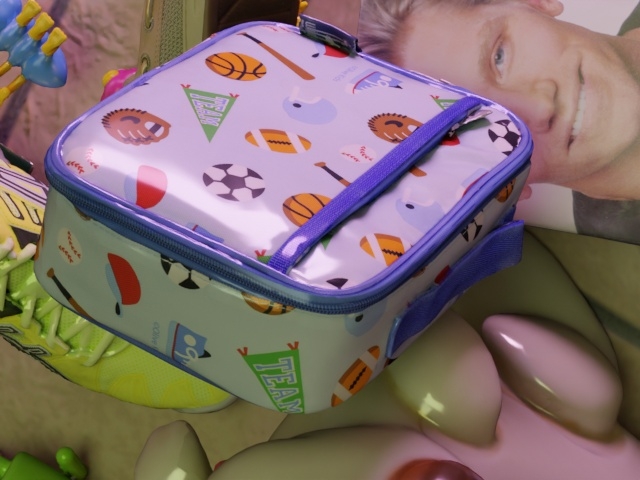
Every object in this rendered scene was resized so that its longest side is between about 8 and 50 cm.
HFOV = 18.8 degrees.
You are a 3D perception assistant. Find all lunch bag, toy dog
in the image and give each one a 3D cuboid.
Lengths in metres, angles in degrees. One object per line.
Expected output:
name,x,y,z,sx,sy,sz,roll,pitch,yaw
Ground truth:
lunch bag,-0.009,-0.026,1.176,0.243,0.303,0.115,23,125,20
toy dog,0.055,0.205,1.216,0.284,0.408,0.395,-43,78,22

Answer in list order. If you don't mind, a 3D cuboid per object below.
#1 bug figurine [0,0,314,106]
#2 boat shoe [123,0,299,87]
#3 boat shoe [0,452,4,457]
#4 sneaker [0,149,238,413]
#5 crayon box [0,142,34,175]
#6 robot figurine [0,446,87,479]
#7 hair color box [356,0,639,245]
bug figurine,-0.126,-0.169,1.435,0.279,0.072,0.216,-37,93,20
boat shoe,-0.085,-0.094,1.361,0.098,0.109,0.302,29,122,41
boat shoe,-0.333,0.156,1.575,0.183,0.066,0.066,29,101,8
sneaker,-0.225,0.023,1.426,0.385,0.147,0.145,30,106,-4
crayon box,-0.407,-0.052,1.572,0.318,0.081,0.202,30,106,18
robot figurine,-0.221,0.210,1.515,0.115,0.067,0.101,33,67,-6
hair color box,0.195,-0.089,1.291,0.347,0.105,0.174,10,99,23
